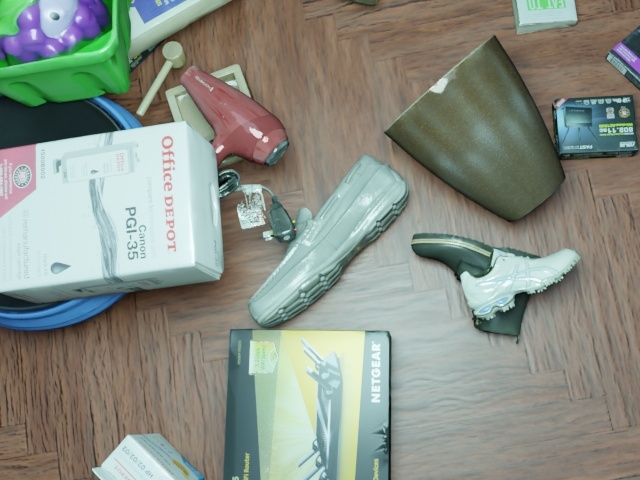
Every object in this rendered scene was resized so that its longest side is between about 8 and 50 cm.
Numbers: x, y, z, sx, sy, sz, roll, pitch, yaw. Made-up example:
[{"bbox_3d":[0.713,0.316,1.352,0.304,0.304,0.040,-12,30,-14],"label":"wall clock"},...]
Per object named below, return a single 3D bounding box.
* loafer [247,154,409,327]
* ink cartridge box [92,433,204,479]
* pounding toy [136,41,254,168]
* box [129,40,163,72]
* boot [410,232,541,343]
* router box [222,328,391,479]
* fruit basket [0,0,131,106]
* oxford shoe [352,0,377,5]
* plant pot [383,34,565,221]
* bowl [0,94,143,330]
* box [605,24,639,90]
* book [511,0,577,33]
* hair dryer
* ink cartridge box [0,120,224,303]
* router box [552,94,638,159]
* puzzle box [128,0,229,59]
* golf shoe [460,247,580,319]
[{"bbox_3d":[0.000,0.000,1.271,0.111,0.112,0.319,42,78,18],"label":"loafer"},{"bbox_3d":[-0.244,0.336,1.187,0.104,0.181,0.061,40,85,13],"label":"ink cartridge box"},{"bbox_3d":[-0.202,-0.219,1.344,0.181,0.094,0.206,-20,76,2],"label":"pounding toy"},{"bbox_3d":[-0.330,-0.472,1.425,0.322,0.079,0.257,-44,75,-3],"label":"box"},{"bbox_3d":[0.224,0.069,1.244,0.198,0.077,0.137,12,85,11],"label":"boot"},{"bbox_3d":[-0.016,0.287,1.221,0.243,0.081,0.308,-1,78,7],"label":"router box"},{"bbox_3d":[-0.419,-0.402,1.124,0.283,0.392,0.392,-7,77,6],"label":"fruit basket"},{"bbox_3d":[0.107,-0.492,1.382,0.096,0.083,0.227,25,82,-8],"label":"oxford shoe"},{"bbox_3d":[0.252,-0.148,1.232,0.215,0.215,0.230,-42,91,-3],"label":"plant pot"},{"bbox_3d":[-0.433,-0.059,1.259,0.391,0.077,0.391,-1,78,7],"label":"bowl"},{"bbox_3d":[0.554,-0.306,1.302,0.162,0.029,0.116,-41,76,-4],"label":"box"},{"bbox_3d":[0.362,-0.417,1.351,0.096,0.035,0.144,-6,76,2],"label":"book"},{"bbox_3d":[-0.155,-0.126,1.211,0.224,0.080,0.293,-5,74,-13],"label":"hair dryer"},{"bbox_3d":[-0.290,-0.037,1.131,0.283,0.117,0.207,-8,77,9],"label":"ink cartridge box"},{"bbox_3d":[0.428,-0.176,1.285,0.123,0.038,0.092,-3,78,7],"label":"router box"},{"bbox_3d":[-0.340,-0.510,1.368,0.272,0.052,0.408,-29,76,0],"label":"puzzle box"},{"bbox_3d":[0.286,0.042,1.186,0.176,0.069,0.086,-28,85,-3],"label":"golf shoe"}]
